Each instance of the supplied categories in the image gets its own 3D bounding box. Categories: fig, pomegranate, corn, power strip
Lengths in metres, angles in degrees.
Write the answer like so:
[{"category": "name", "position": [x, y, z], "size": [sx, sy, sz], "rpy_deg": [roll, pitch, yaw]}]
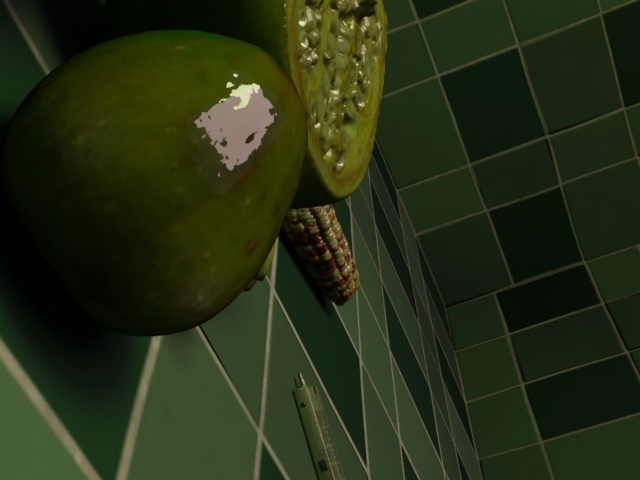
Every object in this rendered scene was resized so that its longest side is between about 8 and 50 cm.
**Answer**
[{"category": "fig", "position": [-0.095, -0.044, 0.573], "size": [0.181, 0.191, 0.181], "rpy_deg": [52, -1, 1]}, {"category": "pomegranate", "position": [-0.080, -0.137, 0.779], "size": [0.309, 0.216, 0.358], "rpy_deg": [64, 42, -62]}, {"category": "corn", "position": [0.000, 0.000, 1.228], "size": [0.079, 0.080, 0.237], "rpy_deg": [-98, 165, -47]}, {"category": "power strip", "position": [-0.002, 0.210, 0.999], "size": [0.051, 0.019, 0.136], "rpy_deg": [30, 42, -71]}]
